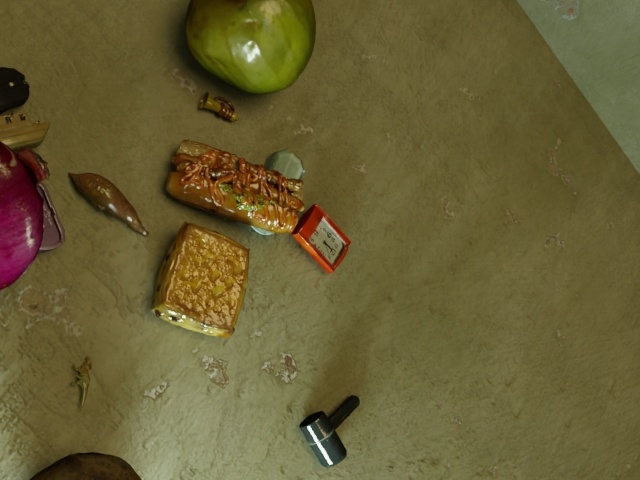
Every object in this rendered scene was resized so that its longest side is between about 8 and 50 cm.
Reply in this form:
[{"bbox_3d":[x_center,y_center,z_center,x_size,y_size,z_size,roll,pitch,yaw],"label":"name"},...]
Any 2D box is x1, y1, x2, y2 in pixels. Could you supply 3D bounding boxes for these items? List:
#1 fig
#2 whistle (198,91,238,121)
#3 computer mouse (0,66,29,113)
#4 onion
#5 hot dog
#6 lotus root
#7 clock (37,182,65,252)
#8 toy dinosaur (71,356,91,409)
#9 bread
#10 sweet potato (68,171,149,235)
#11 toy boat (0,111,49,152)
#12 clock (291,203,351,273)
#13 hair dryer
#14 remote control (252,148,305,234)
[{"bbox_3d":[-0.157,-0.524,2.147,0.343,0.343,0.344,13,68,-34],"label":"fig"},{"bbox_3d":[-0.257,-0.336,2.186,0.109,0.057,0.046,24,107,-39],"label":"whistle"},{"bbox_3d":[-0.687,-0.315,1.831,0.172,0.057,0.099,-35,100,-40],"label":"computer mouse"},{"bbox_3d":[-0.644,-0.079,1.621,0.348,0.347,0.385,53,39,-11],"label":"onion"},{"bbox_3d":[-0.196,-0.128,2.071,0.348,0.117,0.158,21,64,-16],"label":"hot dog"},{"bbox_3d":[-0.450,0.503,1.643,0.272,0.272,0.192,-22,81,-40],"label":"lotus root"},{"bbox_3d":[-0.609,-0.042,1.806,0.110,0.050,0.153,-21,88,-40],"label":"clock"},{"bbox_3d":[-0.497,0.292,1.796,0.041,0.026,0.113,36,46,-44],"label":"toy dinosaur"},{"bbox_3d":[-0.273,0.093,1.991,0.210,0.099,0.235,24,68,-27],"label":"bread"},{"bbox_3d":[-0.461,-0.086,1.925,0.226,0.068,0.068,40,55,-21],"label":"sweet potato"},{"bbox_3d":[-0.668,-0.223,1.818,0.200,0.057,0.077,-22,84,-39],"label":"toy boat"},{"bbox_3d":[0.000,0.000,2.251,0.155,0.061,0.113,47,53,-20],"label":"clock"},{"bbox_3d":[0.046,0.450,2.143,0.219,0.071,0.124,-39,102,-47],"label":"hair dryer"},{"bbox_3d":[-0.112,-0.127,2.213,0.104,0.052,0.247,31,60,-21],"label":"remote control"}]
